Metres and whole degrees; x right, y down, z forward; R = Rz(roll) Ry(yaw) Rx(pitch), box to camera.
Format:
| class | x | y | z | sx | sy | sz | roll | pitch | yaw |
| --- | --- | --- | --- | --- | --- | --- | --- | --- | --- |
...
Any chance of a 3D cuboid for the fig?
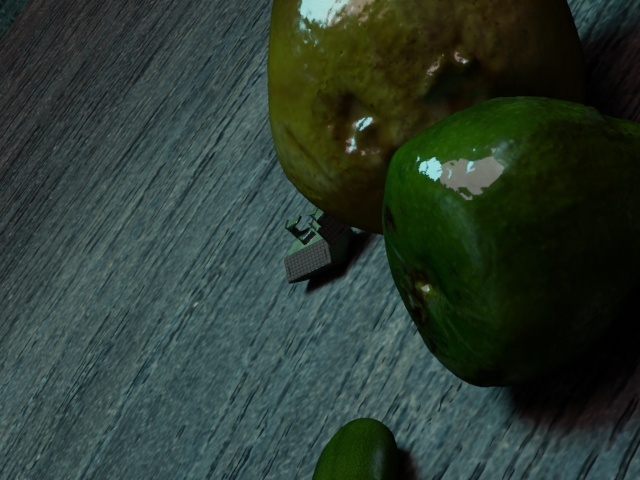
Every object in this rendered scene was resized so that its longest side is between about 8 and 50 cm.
| class | x | y | z | sx | sy | sz | roll | pitch | yaw |
| --- | --- | --- | --- | --- | --- | --- | --- | --- | --- |
| fig | 0.171 | -0.021 | 1.137 | 0.235 | 0.203 | 0.203 | -25 | 17 | -21 |

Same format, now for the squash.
| class | x | y | z | sx | sy | sz | roll | pitch | yaw |
| --- | --- | --- | --- | --- | --- | --- | --- | --- | --- |
| squash | 0.024 | 0.213 | 1.130 | 0.069 | 0.069 | 0.258 | -38 | 26 | 24 |

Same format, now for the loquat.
| class | x | y | z | sx | sy | sz | roll | pitch | yaw |
| --- | --- | --- | --- | --- | --- | --- | --- | --- | --- |
| loquat | 0.088 | -0.134 | 1.315 | 0.276 | 0.276 | 0.284 | -46 | 0 | 9 |

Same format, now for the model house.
| class | x | y | z | sx | sy | sz | roll | pitch | yaw |
| --- | --- | --- | --- | --- | --- | --- | --- | --- | --- |
| model house | 0.000 | 0.000 | 1.490 | 0.083 | 0.057 | 0.058 | -24 | 30 | 40 |
